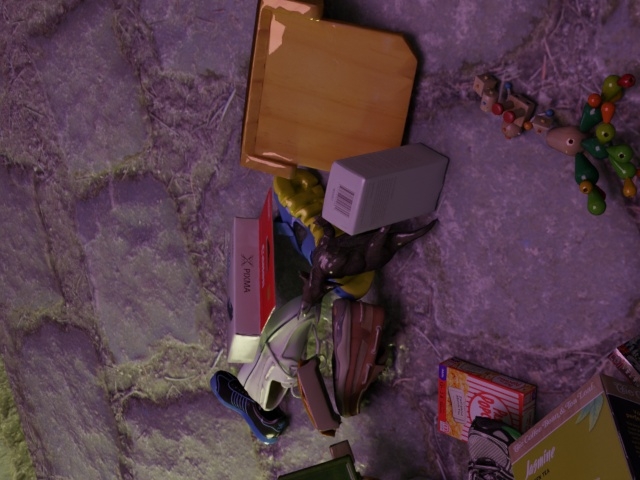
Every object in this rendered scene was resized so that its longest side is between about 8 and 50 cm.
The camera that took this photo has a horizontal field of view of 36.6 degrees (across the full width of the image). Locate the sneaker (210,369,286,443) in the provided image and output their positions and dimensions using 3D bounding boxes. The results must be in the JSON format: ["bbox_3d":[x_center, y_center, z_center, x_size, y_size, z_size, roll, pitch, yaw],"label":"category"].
[{"bbox_3d":[-0.170,0.381,2.333,0.232,0.081,0.090,41,127,21],"label":"sneaker"}]

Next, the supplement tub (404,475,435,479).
[{"bbox_3d":[0.120,0.624,1.914,0.241,0.331,0.241,17,114,42],"label":"supplement tub"}]

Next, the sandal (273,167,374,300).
[{"bbox_3d":[0.000,0.000,2.008,0.317,0.126,0.138,57,146,24],"label":"sandal"}]

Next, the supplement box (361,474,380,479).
[{"bbox_3d":[0.086,0.549,2.109,0.055,0.083,0.043,1,104,45],"label":"supplement box"}]

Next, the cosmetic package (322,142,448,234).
[{"bbox_3d":[0.119,-0.097,1.755,0.085,0.231,0.117,34,124,34],"label":"cosmetic package"}]

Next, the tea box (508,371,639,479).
[{"bbox_3d":[0.482,0.411,1.368,0.220,0.329,0.323,-51,27,36],"label":"tea box"}]

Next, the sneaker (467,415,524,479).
[{"bbox_3d":[0.322,0.464,1.737,0.134,0.146,0.343,11,125,43],"label":"sneaker"}]

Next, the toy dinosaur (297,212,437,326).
[{"bbox_3d":[0.068,0.017,1.846,0.121,0.313,0.160,53,165,32],"label":"toy dinosaur"}]

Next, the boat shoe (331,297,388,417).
[{"bbox_3d":[0.083,0.249,1.983,0.123,0.116,0.324,-95,3,-45],"label":"boat shoe"}]

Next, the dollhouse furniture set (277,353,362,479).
[{"bbox_3d":[-0.030,0.399,1.988,0.197,0.151,0.301,69,-178,-84],"label":"dollhouse furniture set"}]

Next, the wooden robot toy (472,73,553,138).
[{"bbox_3d":[0.315,-0.207,1.639,0.173,0.076,0.079,41,140,31],"label":"wooden robot toy"}]

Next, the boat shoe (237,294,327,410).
[{"bbox_3d":[-0.070,0.272,2.147,0.156,0.136,0.367,53,137,21],"label":"boat shoe"}]

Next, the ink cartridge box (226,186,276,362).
[{"bbox_3d":[-0.153,0.074,2.072,0.261,0.066,0.296,111,159,-55],"label":"ink cartridge box"}]

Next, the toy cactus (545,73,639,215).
[{"bbox_3d":[0.433,-0.156,1.525,0.180,0.112,0.219,27,125,60],"label":"toy cactus"}]

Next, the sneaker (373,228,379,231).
[{"bbox_3d":[0.098,-0.061,1.879,0.077,0.072,0.178,33,170,16],"label":"sneaker"}]

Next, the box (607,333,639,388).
[{"bbox_3d":[0.528,0.215,1.529,0.137,0.094,0.027,52,134,21],"label":"box"}]

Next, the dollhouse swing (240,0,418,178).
[{"bbox_3d":[0.010,-0.320,1.928,0.315,0.305,0.347,-96,14,-63],"label":"dollhouse swing"}]

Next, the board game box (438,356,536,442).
[{"bbox_3d":[0.311,0.318,1.825,0.193,0.045,0.147,14,114,43],"label":"board game box"}]
